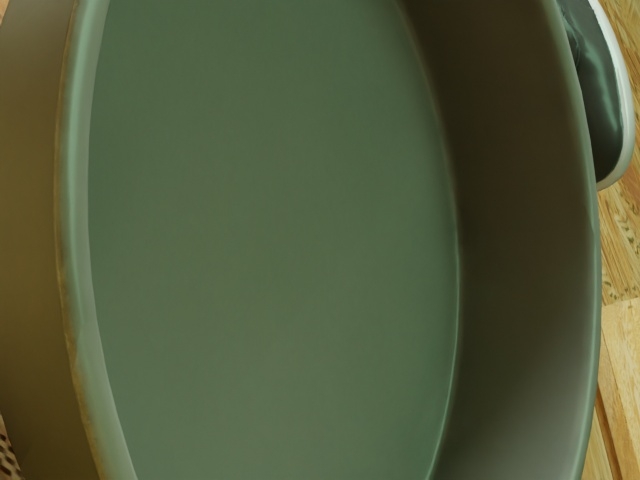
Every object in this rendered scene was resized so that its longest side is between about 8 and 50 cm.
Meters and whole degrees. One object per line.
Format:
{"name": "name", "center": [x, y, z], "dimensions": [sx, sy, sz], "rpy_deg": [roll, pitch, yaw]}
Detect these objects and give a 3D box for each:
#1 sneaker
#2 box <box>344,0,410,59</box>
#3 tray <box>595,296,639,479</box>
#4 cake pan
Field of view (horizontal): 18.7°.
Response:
{"name": "sneaker", "center": [0.068, -0.144, 1.040], "dimensions": [0.296, 0.104, 0.147], "rpy_deg": [60, 20, -3]}
{"name": "box", "center": [0.000, -0.083, 0.773], "dimensions": [0.170, 0.091, 0.130], "rpy_deg": [44, 28, -50]}
{"name": "tray", "center": [0.198, 0.219, 0.897], "dimensions": [0.411, 0.076, 0.203], "rpy_deg": [-94, 168, -59]}
{"name": "cake pan", "center": [0.000, 0.000, 0.586], "dimensions": [0.293, 0.054, 0.293], "rpy_deg": [10, 78, -56]}
